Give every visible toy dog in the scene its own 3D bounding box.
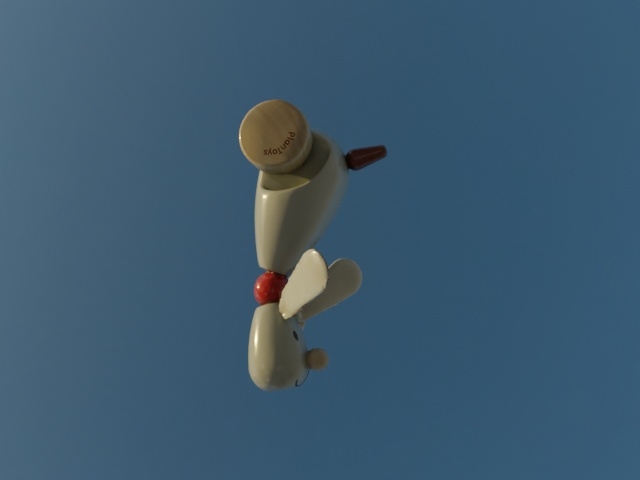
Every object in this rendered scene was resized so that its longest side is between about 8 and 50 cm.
[{"bbox_3d":[0.000,0.000,0.698,0.161,0.220,0.333,-1,-79,14],"label":"toy dog"}]
